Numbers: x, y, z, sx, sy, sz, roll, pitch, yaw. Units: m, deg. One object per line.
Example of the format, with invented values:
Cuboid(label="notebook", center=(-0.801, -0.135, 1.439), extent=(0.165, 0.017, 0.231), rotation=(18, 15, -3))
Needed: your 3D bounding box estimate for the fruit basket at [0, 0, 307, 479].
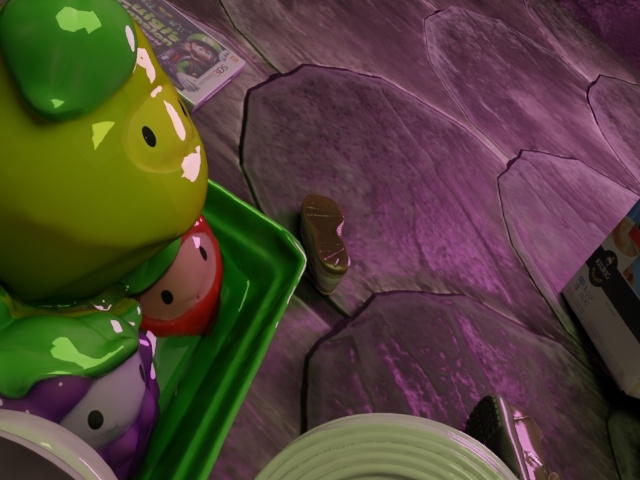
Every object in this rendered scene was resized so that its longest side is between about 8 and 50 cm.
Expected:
Cuboid(label="fruit basket", center=(-0.155, 0.013, 0.651), extent=(0.283, 0.392, 0.392), rotation=(34, 35, -7))

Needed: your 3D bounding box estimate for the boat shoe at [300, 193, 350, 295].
Cuboid(label="boat shoe", center=(0.002, 0.001, 1.091), extent=(0.056, 0.048, 0.153), rotation=(7, 37, -20))

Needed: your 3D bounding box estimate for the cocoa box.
Cuboid(label="cocoa box", center=(0.579, 0.109, 1.293), extent=(0.347, 0.228, 0.231), rotation=(21, 29, -24))

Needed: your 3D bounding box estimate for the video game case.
Cuboid(label="video game case", center=(-0.210, -0.263, 1.207), extent=(0.190, 0.022, 0.173), rotation=(37, 35, -2))

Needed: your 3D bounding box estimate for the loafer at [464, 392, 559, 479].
Cuboid(label="loafer", center=(0.214, 0.266, 0.930), extent=(0.087, 0.094, 0.251), rotation=(22, 38, -16))

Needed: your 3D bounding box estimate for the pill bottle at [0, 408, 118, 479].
Cuboid(label="pill bottle", center=(-0.175, 0.184, 0.335), extent=(0.210, 0.210, 0.363), rotation=(35, -2, -6))

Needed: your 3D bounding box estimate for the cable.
Cuboid(label="cable", center=(0.049, 0.257, 0.676), extent=(0.257, 0.257, 0.089), rotation=(57, -1, 19))
